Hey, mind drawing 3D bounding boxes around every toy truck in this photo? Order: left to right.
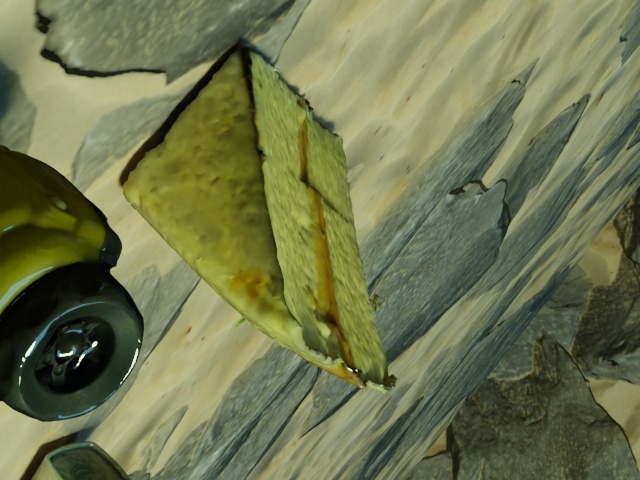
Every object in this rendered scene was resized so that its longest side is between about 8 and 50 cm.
[{"bbox_3d":[-0.201,0.050,0.536,0.224,0.147,0.165,-53,140,2],"label":"toy truck"}]

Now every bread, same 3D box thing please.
[{"bbox_3d":[0.000,0.000,0.819,0.135,0.178,0.240,-48,160,1],"label":"bread"}]

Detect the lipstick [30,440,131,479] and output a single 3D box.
[{"bbox_3d":[-0.237,0.272,0.972,0.077,0.079,0.253,-9,135,-59],"label":"lipstick"}]
